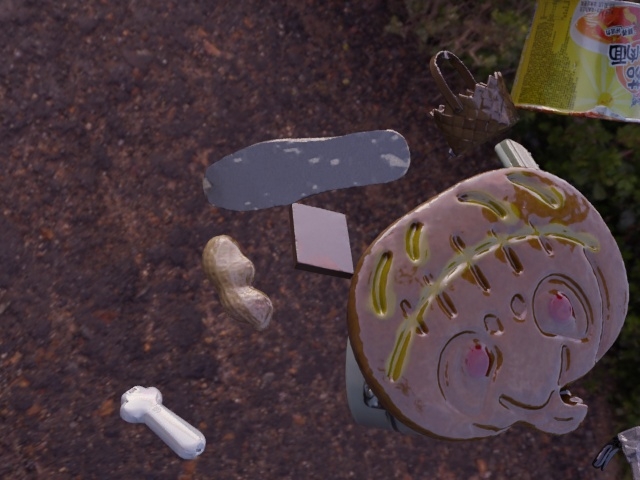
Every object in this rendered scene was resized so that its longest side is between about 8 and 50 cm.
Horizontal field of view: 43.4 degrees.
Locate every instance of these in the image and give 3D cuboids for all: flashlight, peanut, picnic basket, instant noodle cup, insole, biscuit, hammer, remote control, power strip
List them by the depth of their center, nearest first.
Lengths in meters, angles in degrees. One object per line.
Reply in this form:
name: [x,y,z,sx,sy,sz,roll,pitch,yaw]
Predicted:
insole: [-0.019,-0.084,0.940,0.011,0.247,0.081,-82,162,-70]
biscuit: [0.231,0.091,1.011,0.394,0.070,0.350,-36,93,-20]
hammer: [0.541,0.495,1.281,0.044,0.152,0.427,40,37,-35]
picnic basket: [0.255,-0.255,1.413,0.179,0.137,0.128,61,33,0]
instant noodle cup: [0.474,-0.322,1.441,0.264,0.264,0.200,-1,103,-35]
flashlight: [-0.304,0.356,1.558,0.200,0.048,0.093,31,36,23]
remote control: [0.448,-0.073,1.613,0.128,0.065,0.335,45,20,-42]
power strip: [0.172,0.229,1.633,0.357,0.161,0.358,4,90,-70]
peanut: [-0.175,0.092,1.687,0.228,0.104,0.085,61,15,15]

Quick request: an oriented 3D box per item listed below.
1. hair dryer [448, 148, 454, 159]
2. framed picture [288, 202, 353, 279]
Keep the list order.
hair dryer: [0.273,-0.204,1.552,0.037,0.114,0.063,26,33,3]
framed picture: [0.000,0.000,1.690,0.127,0.023,0.169,12,46,-21]
